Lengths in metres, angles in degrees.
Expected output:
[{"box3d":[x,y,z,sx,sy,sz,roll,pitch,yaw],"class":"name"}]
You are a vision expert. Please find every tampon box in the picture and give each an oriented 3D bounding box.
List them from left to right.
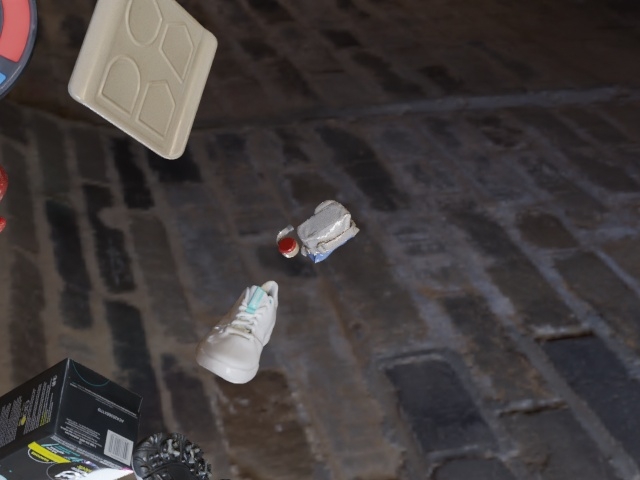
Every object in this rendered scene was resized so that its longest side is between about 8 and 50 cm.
[{"box3d":[-0.312,0.234,1.143,0.161,0.120,0.101,-30,42,29],"class":"tampon box"}]

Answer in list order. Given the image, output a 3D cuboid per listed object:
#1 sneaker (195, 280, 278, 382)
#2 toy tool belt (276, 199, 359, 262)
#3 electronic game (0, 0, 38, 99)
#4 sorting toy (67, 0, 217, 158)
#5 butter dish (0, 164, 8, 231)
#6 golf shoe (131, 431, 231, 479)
[{"box3d":[-0.095,0.104,1.208,0.212,0.080,0.094,-64,-1,-74],"class":"sneaker"},{"box3d":[0.000,0.000,1.010,0.052,0.083,0.051,53,177,40],"class":"toy tool belt"},{"box3d":[-0.401,-0.221,0.961,0.048,0.229,0.229,126,137,-73],"class":"electronic game"},{"box3d":[-0.238,-0.297,1.377,0.041,0.229,0.307,8,76,32],"class":"sorting toy"},{"box3d":[-0.444,-0.050,1.198,0.118,0.160,0.160,46,180,-16],"class":"butter dish"},{"box3d":[-0.139,0.236,0.886,0.198,0.094,0.077,60,-150,-50],"class":"golf shoe"}]
